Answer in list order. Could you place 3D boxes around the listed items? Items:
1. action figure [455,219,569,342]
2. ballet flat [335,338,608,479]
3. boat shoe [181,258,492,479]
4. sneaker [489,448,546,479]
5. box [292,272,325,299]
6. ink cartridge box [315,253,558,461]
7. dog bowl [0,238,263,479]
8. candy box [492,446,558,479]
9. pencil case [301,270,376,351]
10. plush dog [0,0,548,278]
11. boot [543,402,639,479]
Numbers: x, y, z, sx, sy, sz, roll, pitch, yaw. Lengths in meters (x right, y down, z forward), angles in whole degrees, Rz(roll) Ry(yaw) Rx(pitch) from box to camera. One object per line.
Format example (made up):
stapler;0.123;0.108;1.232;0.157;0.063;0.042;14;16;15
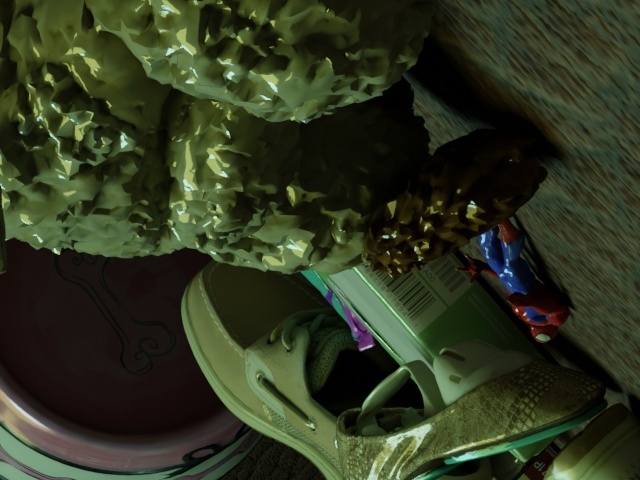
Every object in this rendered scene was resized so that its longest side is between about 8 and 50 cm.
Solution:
action figure;0.087;0.015;0.844;0.038;0.030;0.115;37;172;41
ballet flat;0.070;0.092;1.002;0.206;0.073;0.067;-31;80;47
boat shoe;0.016;0.099;1.358;0.341;0.121;0.110;42;143;36
sneaker;0.115;0.123;1.324;0.075;0.057;0.161;43;179;-9
box;0.024;0.078;1.613;0.145;0.038;0.186;21;-169;-33
ink cartridge box;0.061;0.042;1.149;0.171;0.056;0.235;48;177;-9
dog bowl;-0.200;0.060;1.848;0.408;0.408;0.150;47;158;1
candy box;0.192;0.250;1.516;0.183;0.087;0.316;45;176;29
pencil case;0.000;0.000;1.286;0.152;0.070;0.064;47;134;-8
plush dog;-0.048;-0.053;0.681;0.225;0.211;0.262;19;-163;-44
boot;0.195;0.184;0.969;0.165;0.077;0.213;44;169;23
